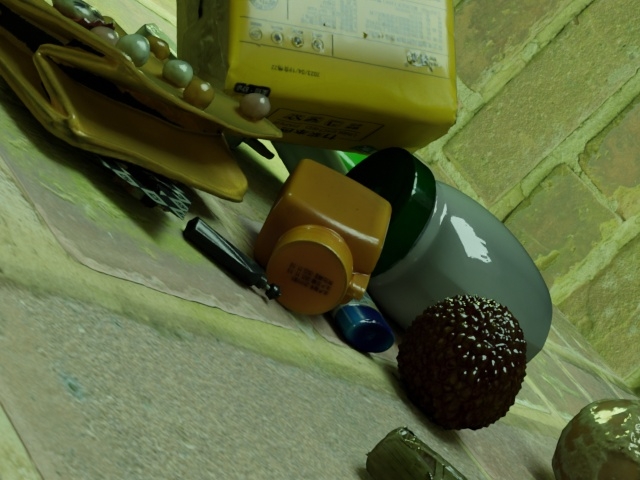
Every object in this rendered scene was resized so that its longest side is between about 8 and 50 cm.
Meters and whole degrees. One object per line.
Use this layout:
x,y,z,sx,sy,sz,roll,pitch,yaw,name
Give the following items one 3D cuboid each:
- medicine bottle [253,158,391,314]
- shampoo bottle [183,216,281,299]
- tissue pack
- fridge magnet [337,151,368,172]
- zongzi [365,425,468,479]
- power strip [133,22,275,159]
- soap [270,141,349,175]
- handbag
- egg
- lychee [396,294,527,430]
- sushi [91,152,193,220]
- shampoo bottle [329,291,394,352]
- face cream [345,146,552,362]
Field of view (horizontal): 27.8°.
0.000,0.001,1.650,0.149,0.112,0.222,28,26,-3,medicine bottle
-0.101,0.023,1.508,0.137,0.027,0.048,40,3,-24,shampoo bottle
-0.009,-0.297,1.916,0.381,0.228,0.293,6,73,-26,tissue pack
0.040,-0.159,2.509,0.208,0.088,0.208,44,11,-11,fridge magnet
0.105,0.267,1.265,0.160,0.078,0.176,40,14,3,zongzi
-0.183,-0.225,2.038,0.288,0.053,0.093,45,10,-3,power strip
-0.051,-0.190,2.093,0.265,0.087,0.160,59,0,-1,soap
-0.237,-0.194,1.526,0.283,0.133,0.401,36,9,25,handbag
0.444,0.334,1.923,0.203,0.203,0.245,47,0,11,egg
0.192,0.157,1.713,0.188,0.188,0.188,43,11,-11,lychee
-0.201,-0.059,1.431,0.120,0.026,0.126,37,10,-7,sushi
0.031,0.074,1.739,0.087,0.050,0.183,25,22,-40,shampoo bottle
0.185,0.037,1.987,0.357,0.219,0.312,38,14,-29,face cream
